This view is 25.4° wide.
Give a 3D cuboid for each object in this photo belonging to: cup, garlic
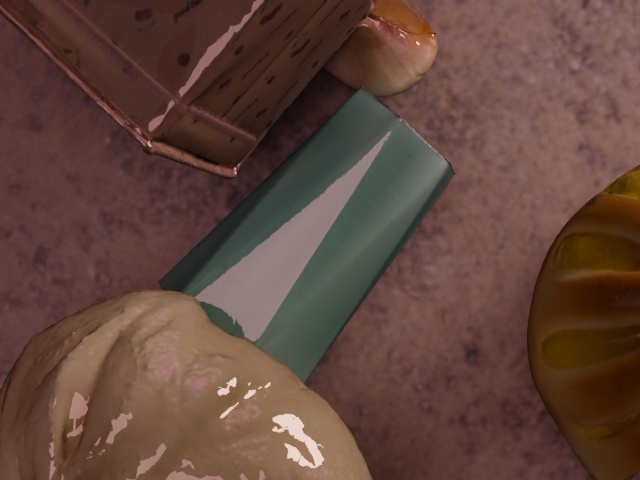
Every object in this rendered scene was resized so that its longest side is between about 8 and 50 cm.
[{"bbox_3d":[0.000,0.000,1.157,0.235,0.148,0.134,-46,52,1],"label":"cup"},{"bbox_3d":[0.017,-0.189,1.184,0.174,0.099,0.124,33,105,12],"label":"garlic"}]

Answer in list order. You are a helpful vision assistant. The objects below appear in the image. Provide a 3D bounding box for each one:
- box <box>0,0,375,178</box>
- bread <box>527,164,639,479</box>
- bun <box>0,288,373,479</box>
[{"bbox_3d":[-0.137,-0.215,1.051,0.297,0.225,0.190,43,95,10],"label":"box"},{"bbox_3d":[0.321,0.075,1.063,0.333,0.160,0.333,-1,84,10],"label":"bread"},{"bbox_3d":[-0.121,0.232,1.056,0.365,0.219,0.365,15,121,27],"label":"bun"}]
